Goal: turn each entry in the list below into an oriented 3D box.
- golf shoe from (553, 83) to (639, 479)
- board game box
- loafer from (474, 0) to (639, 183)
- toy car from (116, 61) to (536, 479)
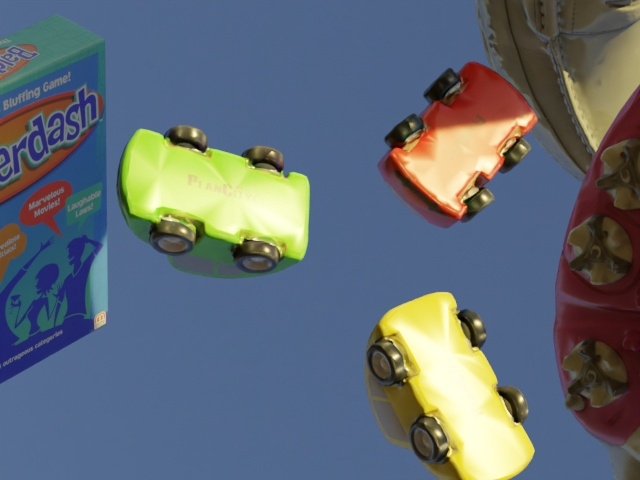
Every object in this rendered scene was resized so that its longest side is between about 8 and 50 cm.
[{"bbox_3d":[0.169,0.061,0.765,0.115,0.140,0.306,15,-61,37],"label":"golf shoe"},{"bbox_3d":[-0.198,-0.010,1.154,0.047,0.160,0.210,29,-48,32],"label":"board game box"},{"bbox_3d":[0.143,-0.161,1.064,0.111,0.112,0.319,19,-40,51],"label":"loafer"},{"bbox_3d":[0.000,0.000,0.958,0.053,0.225,0.239,-44,-143,53],"label":"toy car"}]
